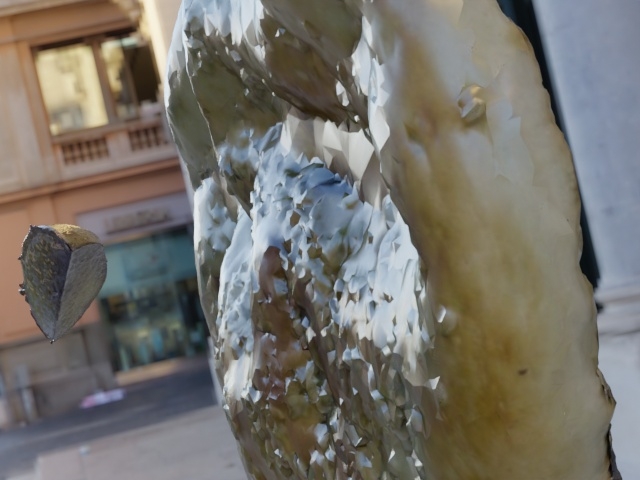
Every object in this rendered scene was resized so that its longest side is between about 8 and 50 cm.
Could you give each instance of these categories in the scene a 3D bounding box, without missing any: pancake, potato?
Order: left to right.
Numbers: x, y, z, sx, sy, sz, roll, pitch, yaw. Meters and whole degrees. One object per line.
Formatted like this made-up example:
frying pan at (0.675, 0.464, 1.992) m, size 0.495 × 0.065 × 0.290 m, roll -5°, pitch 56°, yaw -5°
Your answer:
potato at (-0.136, 0.012, 0.730) m, size 0.036 × 0.037 × 0.093 m, roll -31°, pitch -21°, yaw -33°
pancake at (0.000, 0.001, 0.579) m, size 0.082 × 0.387 × 0.387 m, roll -11°, pitch -1°, yaw -19°
